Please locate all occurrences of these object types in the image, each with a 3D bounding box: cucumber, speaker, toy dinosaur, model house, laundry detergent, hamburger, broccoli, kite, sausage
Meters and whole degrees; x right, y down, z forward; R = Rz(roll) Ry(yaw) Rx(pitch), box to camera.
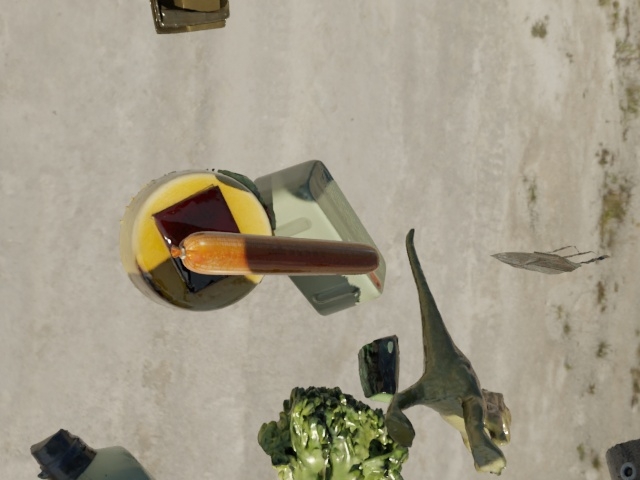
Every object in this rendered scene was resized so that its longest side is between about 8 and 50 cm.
[{"bbox_3d":[0.162,0.320,1.229,0.115,0.085,0.193,19,47,-13],"label":"cucumber"},{"bbox_3d":[0.000,0.000,1.199,0.406,0.184,0.183,54,31,-29],"label":"speaker"},{"bbox_3d":[0.126,0.129,0.488,0.251,0.072,0.200,51,29,1],"label":"toy dinosaur"},{"bbox_3d":[-0.290,-0.503,0.891,0.205,0.243,0.211,-12,114,-16],"label":"model house"},{"bbox_3d":[-0.249,0.338,0.583,0.280,0.215,0.105,55,50,-16],"label":"laundry detergent"},{"bbox_3d":[-0.230,0.003,0.915,0.302,0.170,0.301,-1,93,-21],"label":"hamburger"},{"bbox_3d":[0.012,0.384,0.775,0.288,0.248,0.245,44,46,-6],"label":"broccoli"},{"bbox_3d":[0.412,0.030,0.832,0.229,0.127,0.016,-5,109,-32],"label":"kite"},{"bbox_3d":[-0.038,0.022,0.648,0.348,0.053,0.053,4,88,-41],"label":"sausage"}]

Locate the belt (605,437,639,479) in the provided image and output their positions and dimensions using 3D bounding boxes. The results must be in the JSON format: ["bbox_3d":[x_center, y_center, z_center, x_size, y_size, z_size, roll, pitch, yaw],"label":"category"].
[{"bbox_3d":[0.532,0.353,0.660,0.122,0.218,0.128,60,31,-31],"label":"belt"}]
